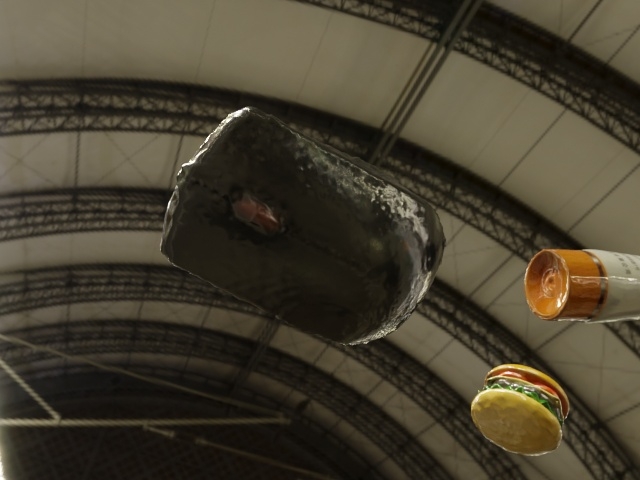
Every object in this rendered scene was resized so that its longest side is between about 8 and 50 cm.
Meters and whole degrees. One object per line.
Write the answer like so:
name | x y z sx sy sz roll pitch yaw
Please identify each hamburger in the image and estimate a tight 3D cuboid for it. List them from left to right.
hamburger | 0.334 0.283 1.276 0.162 0.115 0.162 23 -38 19

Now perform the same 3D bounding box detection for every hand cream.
hand cream | 0.406 0.057 0.963 0.314 0.089 0.140 1 -3 -19

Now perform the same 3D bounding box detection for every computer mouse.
computer mouse | 0.003 0.002 0.705 0.295 0.168 0.087 24 8 -33
